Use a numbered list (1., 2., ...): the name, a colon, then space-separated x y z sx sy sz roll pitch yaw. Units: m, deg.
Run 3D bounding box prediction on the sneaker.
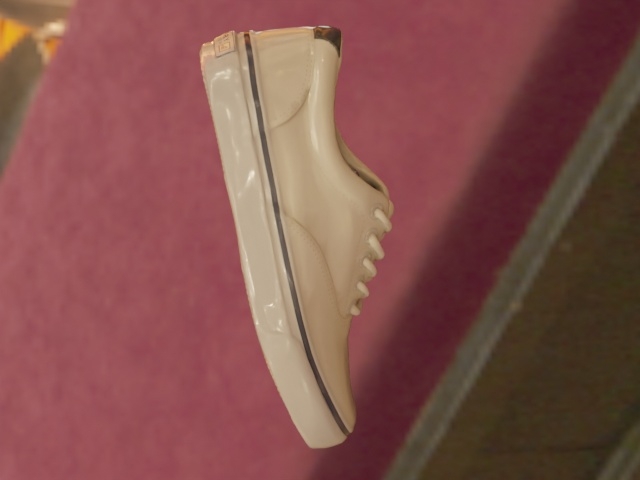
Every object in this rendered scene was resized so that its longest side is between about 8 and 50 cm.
1. sneaker: 0.000 0.000 1.049 0.094 0.091 0.258 -93 -8 -70
